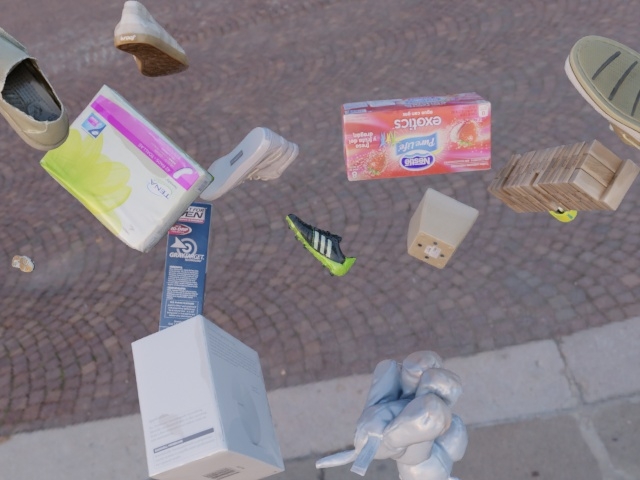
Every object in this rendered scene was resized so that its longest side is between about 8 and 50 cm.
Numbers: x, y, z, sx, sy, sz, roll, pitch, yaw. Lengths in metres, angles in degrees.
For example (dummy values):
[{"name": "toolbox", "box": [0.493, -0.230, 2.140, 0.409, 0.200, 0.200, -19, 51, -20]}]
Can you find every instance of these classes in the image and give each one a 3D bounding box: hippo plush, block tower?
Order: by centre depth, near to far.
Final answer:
[{"name": "block tower", "box": [0.442, -0.114, 1.395, 0.091, 0.097, 0.335, -58, 14, -7]}, {"name": "hippo plush", "box": [0.200, 0.383, 1.416, 0.234, 0.236, 0.294, -13, 35, 50]}]

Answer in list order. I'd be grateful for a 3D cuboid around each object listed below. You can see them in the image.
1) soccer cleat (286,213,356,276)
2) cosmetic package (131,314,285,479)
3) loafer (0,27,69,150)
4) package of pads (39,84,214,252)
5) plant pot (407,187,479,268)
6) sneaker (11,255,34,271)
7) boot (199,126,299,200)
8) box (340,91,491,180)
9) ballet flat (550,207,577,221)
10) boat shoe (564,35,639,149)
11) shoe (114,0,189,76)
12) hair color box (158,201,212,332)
[{"name": "soccer cleat", "box": [0.000, 0.000, 1.605, 0.072, 0.179, 0.060, -44, 5, -8]}, {"name": "cosmetic package", "box": [-0.183, 0.275, 1.216, 0.138, 0.224, 0.224, -22, 60, 11]}, {"name": "loafer", "box": [-0.469, -0.256, 1.097, 0.092, 0.268, 0.102, -19, 29, 53]}, {"name": "package of pads", "box": [-0.410, -0.144, 1.565, 0.229, 0.296, 0.101, -49, -2, 2]}, {"name": "plant pot", "box": [0.221, -0.014, 1.404, 0.109, 0.109, 0.096, 26, 51, 3]}, {"name": "sneaker", "box": [-0.612, 0.049, 1.551, 0.083, 0.037, 0.032, 15, 87, 45]}, {"name": "boot", "box": [-0.165, -0.158, 1.726, 0.258, 0.123, 0.095, -33, 51, 35]}, {"name": "box", "box": [0.196, -0.222, 1.562, 0.300, 0.142, 0.154, -5, 20, 0]}, {"name": "ballet flat", "box": [0.602, -0.142, 2.006, 0.077, 0.077, 0.231, -48, 62, 20]}, {"name": "boat shoe", "box": [0.504, -0.199, 1.170, 0.113, 0.302, 0.103, -50, -2, -10]}, {"name": "shoe", "box": [-0.239, -0.283, 1.062, 0.076, 0.058, 0.219, -8, -1, 2]}, {"name": "hair color box", "box": [-0.337, 0.087, 1.858, 0.105, 0.347, 0.174, 5, -10, -10]}]
